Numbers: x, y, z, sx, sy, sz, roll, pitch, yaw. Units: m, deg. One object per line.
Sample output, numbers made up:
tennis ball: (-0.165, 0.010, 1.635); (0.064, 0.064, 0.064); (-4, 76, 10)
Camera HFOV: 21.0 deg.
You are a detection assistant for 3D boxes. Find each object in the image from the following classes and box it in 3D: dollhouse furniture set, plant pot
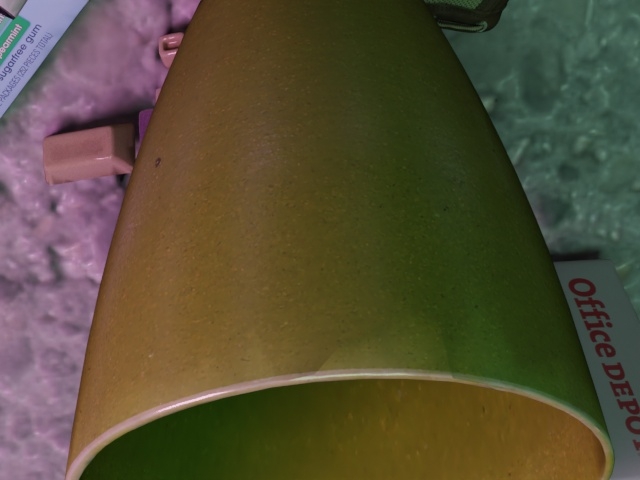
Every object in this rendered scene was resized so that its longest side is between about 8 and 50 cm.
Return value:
dollhouse furniture set: (-0.116, -0.075, 1.107); (0.114, 0.091, 0.081); (-8, 168, 21)
plant pot: (0.000, 0.000, 0.937); (0.275, 0.293, 0.275); (-3, 150, -2)

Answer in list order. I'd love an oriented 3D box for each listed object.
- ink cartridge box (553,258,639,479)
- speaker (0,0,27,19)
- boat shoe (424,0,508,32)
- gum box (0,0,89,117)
ink cartridge box: (0.069, 0.132, 1.133); (0.307, 0.223, 0.129); (-3, 127, -8)
speaker: (-0.158, -0.195, 0.969); (0.055, 0.055, 0.136); (34, 86, -26)
boat shoe: (-0.001, -0.158, 1.027); (0.257, 0.095, 0.095); (2, 127, -11)
gum box: (-0.256, -0.140, 1.022); (0.184, 0.041, 0.157); (30, 111, -26)
